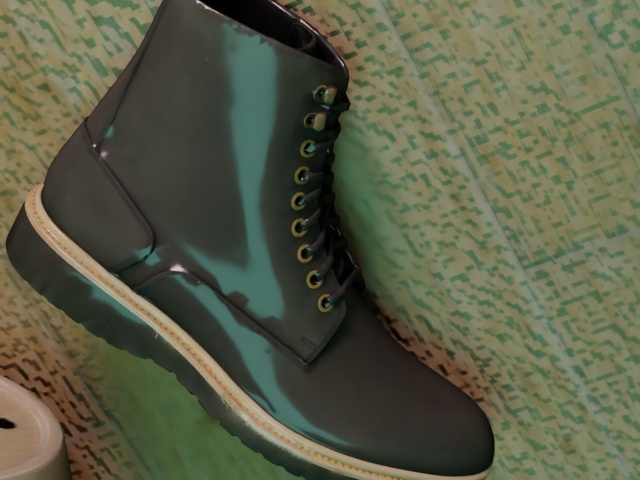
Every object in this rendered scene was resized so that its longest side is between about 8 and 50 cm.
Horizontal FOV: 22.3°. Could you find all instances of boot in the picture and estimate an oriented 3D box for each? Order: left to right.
[{"bbox_3d":[0.000,0.000,0.575,0.197,0.077,0.137,30,115,-6],"label":"boot"}]

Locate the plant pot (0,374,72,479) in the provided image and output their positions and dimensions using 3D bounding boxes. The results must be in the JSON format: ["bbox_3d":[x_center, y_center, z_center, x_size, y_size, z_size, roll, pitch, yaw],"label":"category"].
[{"bbox_3d":[-0.193,0.189,0.640,0.256,0.256,0.274,15,105,4],"label":"plant pot"}]
